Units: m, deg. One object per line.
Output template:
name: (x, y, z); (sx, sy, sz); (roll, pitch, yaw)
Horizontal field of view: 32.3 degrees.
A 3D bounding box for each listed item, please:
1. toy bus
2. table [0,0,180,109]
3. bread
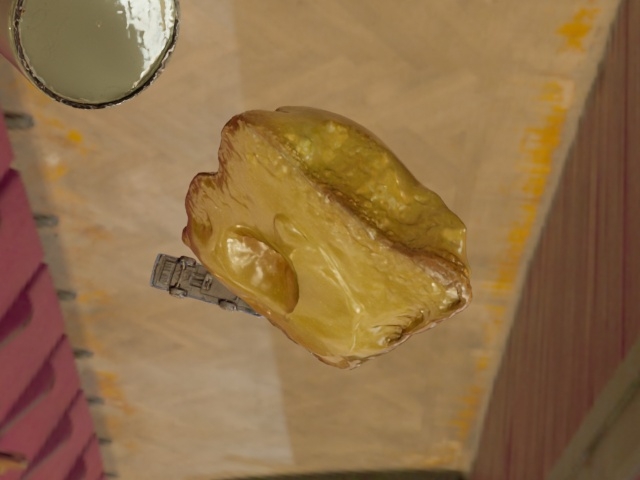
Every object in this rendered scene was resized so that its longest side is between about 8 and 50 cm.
toy bus: (-0.127, 0.055, 1.326); (0.153, 0.051, 0.061); (14, 174, 22)
table: (-0.209, -0.194, 0.847); (0.126, 0.126, 0.220); (40, 179, -41)
bread: (0.000, 0.000, 0.669); (0.161, 0.088, 0.233); (46, 152, 0)
